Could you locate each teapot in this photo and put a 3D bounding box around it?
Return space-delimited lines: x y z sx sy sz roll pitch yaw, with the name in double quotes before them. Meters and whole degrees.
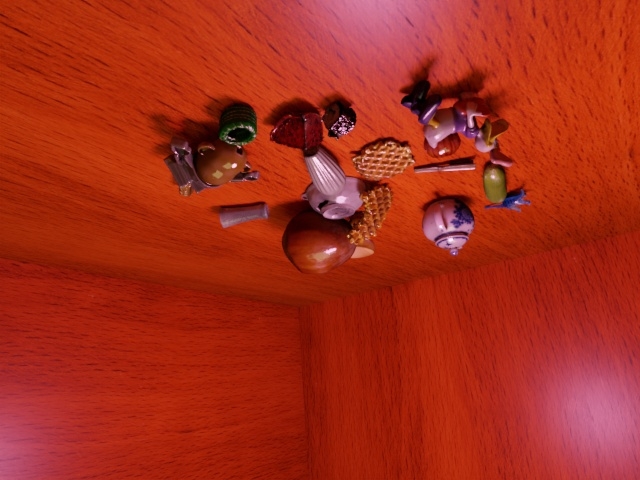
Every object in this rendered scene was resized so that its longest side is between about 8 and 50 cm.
"teapot" 0.635 -0.058 2.187 0.252 0.280 0.424 -16 157 25

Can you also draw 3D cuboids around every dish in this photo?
"dish" 0.071 -0.175 1.972 0.303 0.120 0.303 -5 161 -2

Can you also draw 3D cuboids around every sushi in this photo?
"sushi" 0.062 -0.381 1.409 0.084 0.098 0.094 10 147 -45

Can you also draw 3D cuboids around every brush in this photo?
"brush" 0.512 -0.307 1.829 0.248 0.036 0.043 -3 157 15
"brush" 0.189 -0.012 2.375 0.174 0.166 0.267 -11 164 18

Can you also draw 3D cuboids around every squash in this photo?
"squash" 0.779 -0.240 1.974 0.101 0.101 0.379 -13 161 22

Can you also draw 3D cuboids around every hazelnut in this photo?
"hazelnut" -0.009 0.002 2.144 0.366 0.365 0.366 -4 161 -1

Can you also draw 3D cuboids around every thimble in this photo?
"thimble" -0.261 -0.363 1.402 0.130 0.090 0.118 -12 160 19

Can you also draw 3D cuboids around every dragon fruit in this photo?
"dragon fruit" -0.079 -0.374 1.453 0.161 0.120 0.127 14 -149 22

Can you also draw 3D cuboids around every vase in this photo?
"vase" 0.010 -0.273 1.685 0.128 0.128 0.248 -12 150 19
"vase" -0.354 -0.123 2.072 0.219 0.096 0.096 -9 160 4

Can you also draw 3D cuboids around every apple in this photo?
"apple" 0.198 -0.090 2.254 0.102 0.099 0.114 7 -170 22

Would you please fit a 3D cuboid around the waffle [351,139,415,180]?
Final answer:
"waffle" 0.244 -0.314 1.726 0.243 0.058 0.238 -18 153 29

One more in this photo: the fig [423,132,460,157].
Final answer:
"fig" 0.416 -0.358 1.558 0.128 0.150 0.128 -37 173 -5

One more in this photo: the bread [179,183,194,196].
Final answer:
"bread" -0.538 -0.224 1.786 0.066 0.060 0.110 -11 161 -22

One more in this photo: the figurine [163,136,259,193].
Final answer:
"figurine" -0.374 -0.267 1.541 0.285 0.167 0.342 -11 -178 42

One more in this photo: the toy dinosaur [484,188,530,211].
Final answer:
"toy dinosaur" 0.954 -0.197 2.179 0.144 0.076 0.329 6 170 -9

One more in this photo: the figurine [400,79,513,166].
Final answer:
"figurine" 0.450 -0.359 1.406 0.421 0.154 0.193 10 133 -18

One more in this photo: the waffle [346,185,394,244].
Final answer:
"waffle" 0.229 -0.125 2.004 0.260 0.069 0.293 -18 136 -47
